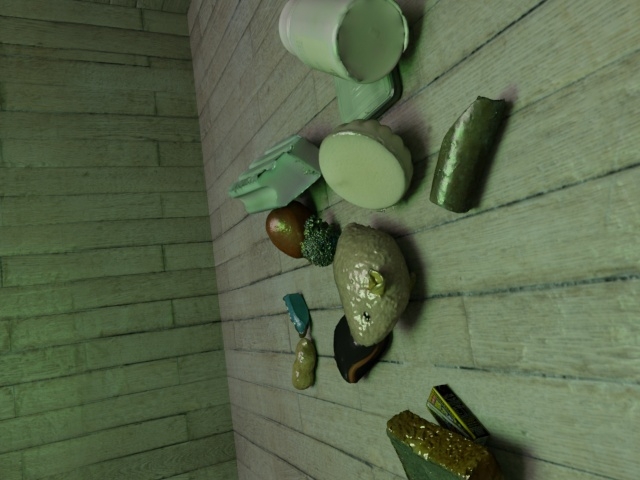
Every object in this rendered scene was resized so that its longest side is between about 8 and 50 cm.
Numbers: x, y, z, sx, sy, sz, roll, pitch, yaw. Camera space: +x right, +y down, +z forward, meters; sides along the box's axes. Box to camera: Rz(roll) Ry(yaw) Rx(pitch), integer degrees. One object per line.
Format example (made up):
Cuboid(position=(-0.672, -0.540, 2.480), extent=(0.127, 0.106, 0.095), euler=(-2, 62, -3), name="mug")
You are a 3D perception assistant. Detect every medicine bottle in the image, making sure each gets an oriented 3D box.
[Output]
Cuboid(position=(0.042, -0.557, 1.332), extent=(0.378, 0.213, 0.214), euler=(43, 132, 51), name="medicine bottle")

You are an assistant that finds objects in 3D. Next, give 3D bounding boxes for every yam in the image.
Cuboid(position=(0.309, -0.185, 1.070), extent=(0.106, 0.106, 0.259), euler=(47, 134, 51), name="yam")

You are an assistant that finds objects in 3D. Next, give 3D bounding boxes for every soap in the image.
Cuboid(position=(-0.150, -0.241, 1.799), extent=(0.156, 0.261, 0.446), euler=(46, 159, -17), name="soap")

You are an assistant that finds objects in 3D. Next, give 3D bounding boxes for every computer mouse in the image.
Cuboid(position=(0.105, 0.321, 1.552), extent=(0.323, 0.116, 0.183), euler=(114, 147, -45), name="computer mouse")

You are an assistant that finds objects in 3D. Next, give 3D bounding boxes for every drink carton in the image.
Cuboid(position=(0.322, 0.429, 1.191), extent=(0.166, 0.056, 0.071), euler=(49, 132, 51), name="drink carton")

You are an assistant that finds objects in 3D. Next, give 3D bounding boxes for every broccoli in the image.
Cuboid(position=(0.000, 0.000, 1.719), extent=(0.154, 0.167, 0.160), euler=(-52, 8, 10), name="broccoli")

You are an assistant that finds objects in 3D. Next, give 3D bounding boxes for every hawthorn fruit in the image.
Cuboid(position=(-0.096, -0.022, 1.847), extent=(0.251, 0.199, 0.199), euler=(63, 151, 3), name="hawthorn fruit")

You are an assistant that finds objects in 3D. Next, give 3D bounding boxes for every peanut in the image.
Cuboid(position=(-0.066, 0.487, 1.948), extent=(0.104, 0.085, 0.228), euler=(-135, 48, -55), name="peanut")

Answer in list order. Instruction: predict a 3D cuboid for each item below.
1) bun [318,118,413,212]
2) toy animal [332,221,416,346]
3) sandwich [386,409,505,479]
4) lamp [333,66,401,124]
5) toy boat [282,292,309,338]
Cuboid(position=(0.139, -0.226, 1.331), extent=(0.175, 0.263, 0.263), euler=(-58, 5, -35), name="bun")
Cuboid(position=(0.142, 0.091, 1.358), extent=(0.226, 0.188, 0.358), euler=(-45, 53, 44), name="toy animal")
Cuboid(position=(0.297, 0.548, 1.129), extent=(0.301, 0.099, 0.271), euler=(0, 114, 63), name="sandwich")
Cuboid(position=(0.126, -0.479, 1.454), extent=(0.266, 0.047, 0.269), euler=(-30, 66, 57), name="lamp")
Cuboid(position=(-0.092, 0.297, 1.982), extent=(0.185, 0.075, 0.077), euler=(62, 143, 30), name="toy boat")
